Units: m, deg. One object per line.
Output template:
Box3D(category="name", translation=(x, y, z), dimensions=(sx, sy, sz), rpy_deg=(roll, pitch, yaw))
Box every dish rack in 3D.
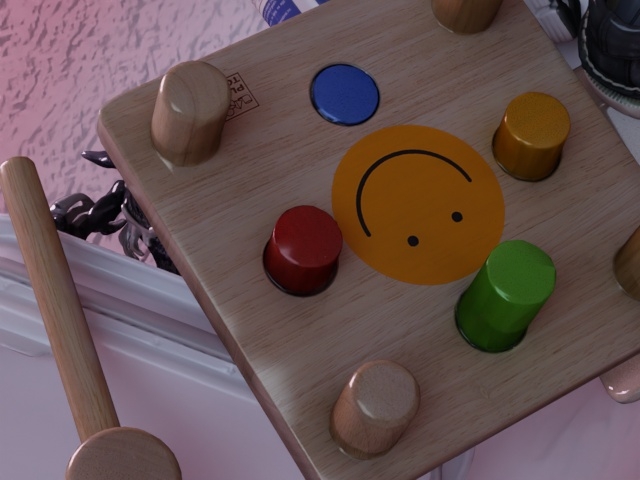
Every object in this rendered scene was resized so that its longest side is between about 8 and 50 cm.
Box3D(category="dish rack", translation=(-0.104, 0.160, 1.071), dimensions=(0.333, 0.072, 0.285), rpy_deg=(21, 115, 0))

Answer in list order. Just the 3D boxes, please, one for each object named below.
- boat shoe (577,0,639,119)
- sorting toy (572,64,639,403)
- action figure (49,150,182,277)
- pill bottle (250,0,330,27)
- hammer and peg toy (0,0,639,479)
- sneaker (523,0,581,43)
Box3D(category="boat shoe", translation=(0.246, -0.231, 1.038), dimensions=(0.127, 0.113, 0.340), rpy_deg=(37, 89, 25))
Box3D(category="sorting toy", translation=(0.208, -0.026, 1.089), dimensions=(0.348, 0.047, 0.196), rpy_deg=(-30, 72, 11))
Box3D(category="action figure", translation=(-0.107, 0.033, 1.135), dimensions=(0.164, 0.141, 0.275), rpy_deg=(12, 93, 19))
Box3D(category="pill bottle", translation=(-0.011, -0.160, 1.154), dimensions=(0.067, 0.067, 0.120), rpy_deg=(-38, 77, 11))
Box3D(category="hammer and peg toy", translation=(0.000, 0.000, 0.974), dimensions=(0.361, 0.127, 0.266), rpy_deg=(-26, 73, -20))
Box3D(category="sneaker", translation=(0.067, -0.191, 1.113), dimensions=(0.094, 0.081, 0.208), rpy_deg=(-29, 93, 26))
